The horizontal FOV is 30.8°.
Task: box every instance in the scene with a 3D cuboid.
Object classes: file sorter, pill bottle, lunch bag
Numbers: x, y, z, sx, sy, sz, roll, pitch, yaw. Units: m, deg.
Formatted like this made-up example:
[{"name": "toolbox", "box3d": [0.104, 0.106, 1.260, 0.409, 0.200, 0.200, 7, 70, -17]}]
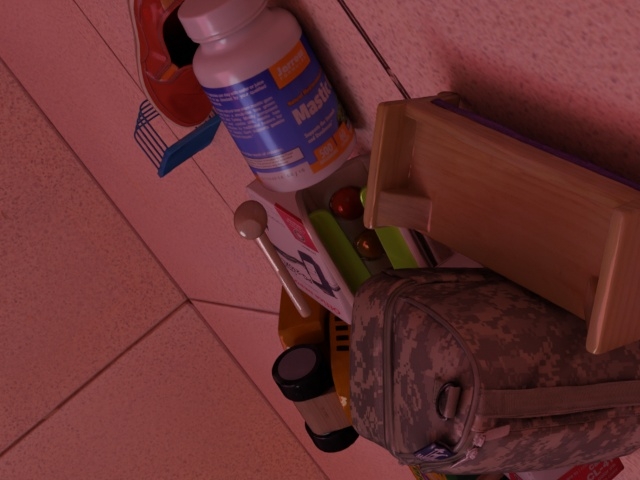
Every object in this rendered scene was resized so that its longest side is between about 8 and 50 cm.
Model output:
[{"name": "file sorter", "box3d": [-0.261, -0.204, 2.079, 0.104, 0.118, 0.170, 53, 163, 2]}, {"name": "pill bottle", "box3d": [-0.073, -0.210, 1.529, 0.152, 0.152, 0.272, 25, 151, 54]}, {"name": "lunch bag", "box3d": [0.203, 0.140, 1.226, 0.256, 0.305, 0.212, -170, 81, -64]}]

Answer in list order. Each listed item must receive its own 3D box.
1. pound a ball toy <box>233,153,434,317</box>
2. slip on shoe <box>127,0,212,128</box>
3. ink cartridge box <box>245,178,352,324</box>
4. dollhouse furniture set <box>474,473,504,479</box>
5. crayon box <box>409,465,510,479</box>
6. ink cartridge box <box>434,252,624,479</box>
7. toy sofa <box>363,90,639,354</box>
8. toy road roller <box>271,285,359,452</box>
[{"name": "pound a ball toy", "box3d": [0.034, 0.020, 1.654, 0.319, 0.208, 0.135, 58, -171, -31]}, {"name": "slip on shoe", "box3d": [-0.217, -0.285, 1.804, 0.101, 0.123, 0.331, 37, 154, 26]}, {"name": "ink cartridge box", "box3d": [0.000, 0.000, 1.879, 0.172, 0.100, 0.237, 34, 157, 43]}, {"name": "dollhouse furniture set", "box3d": [0.321, 0.605, 1.856, 0.362, 0.256, 0.394, 46, -173, 4]}, {"name": "crayon box", "box3d": [0.279, 0.481, 2.237, 0.323, 0.083, 0.203, 23, 148, 57]}, {"name": "ink cartridge box", "box3d": [0.250, 0.194, 1.564, 0.306, 0.131, 0.226, 60, 171, -29]}, {"name": "toy sofa", "box3d": [0.223, -0.036, 1.201, 0.362, 0.177, 0.150, 31, 124, 46]}, {"name": "toy road roller", "box3d": [0.063, 0.197, 2.065, 0.329, 0.241, 0.202, -91, -21, -51]}]
